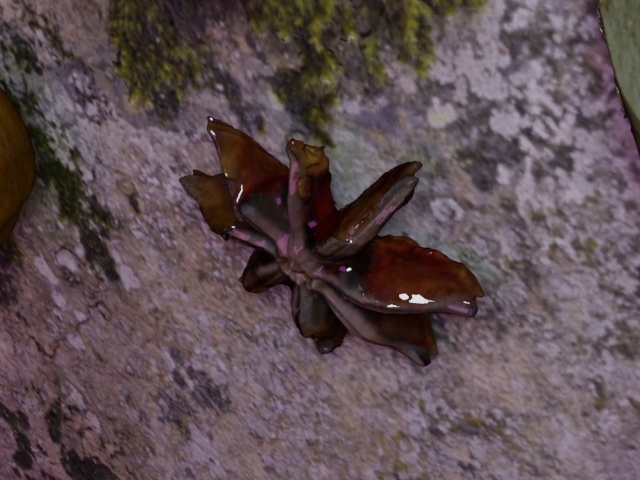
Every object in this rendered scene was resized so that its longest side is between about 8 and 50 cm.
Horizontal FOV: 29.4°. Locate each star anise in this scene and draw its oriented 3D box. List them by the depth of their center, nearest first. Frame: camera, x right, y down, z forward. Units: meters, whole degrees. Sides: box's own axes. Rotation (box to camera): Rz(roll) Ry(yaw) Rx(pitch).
[{"bbox_3d":[0.000,-0.001,0.969,0.288,0.088,0.288,27,151,16],"label":"star anise"}]

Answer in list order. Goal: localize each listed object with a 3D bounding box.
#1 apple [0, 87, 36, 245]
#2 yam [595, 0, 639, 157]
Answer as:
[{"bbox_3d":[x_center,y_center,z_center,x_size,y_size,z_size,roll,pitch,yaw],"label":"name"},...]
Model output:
[{"bbox_3d":[-0.396,-0.059,1.167,0.264,0.264,0.264,24,135,27],"label":"apple"},{"bbox_3d":[0.223,-0.084,0.693,0.106,0.106,0.259,-2,121,43],"label":"yam"}]
